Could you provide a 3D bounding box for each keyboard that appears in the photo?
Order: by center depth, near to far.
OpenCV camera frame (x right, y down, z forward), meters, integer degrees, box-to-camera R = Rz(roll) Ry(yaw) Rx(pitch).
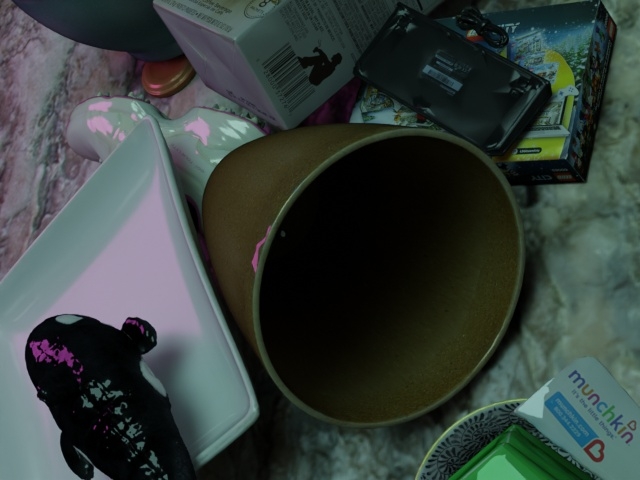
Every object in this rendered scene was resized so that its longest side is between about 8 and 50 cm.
[{"bbox_3d":[0.120,-0.151,1.038,0.180,0.023,0.108,36,90,34],"label":"keyboard"}]

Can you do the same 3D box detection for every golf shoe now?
[{"bbox_3d":[-0.171,-0.072,1.224,0.306,0.115,0.140,11,74,41],"label":"golf shoe"}]

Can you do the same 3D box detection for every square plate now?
[{"bbox_3d":[-0.202,0.114,1.120,0.344,0.049,0.347,-44,50,27],"label":"square plate"}]

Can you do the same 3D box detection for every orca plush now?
[{"bbox_3d":[-0.198,0.154,0.993,0.151,0.102,0.287,-48,49,24],"label":"orca plush"}]

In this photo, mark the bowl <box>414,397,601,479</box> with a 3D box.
[{"bbox_3d":[0.152,0.196,0.830,0.170,0.080,0.170,-3,80,18],"label":"bowl"}]

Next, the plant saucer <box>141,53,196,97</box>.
[{"bbox_3d":[-0.173,-0.203,1.368,0.083,0.013,0.083,-17,55,27],"label":"plant saucer"}]

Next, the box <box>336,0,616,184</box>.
[{"bbox_3d":[0.138,-0.127,1.074,0.233,0.044,0.159,0,64,36],"label":"box"}]

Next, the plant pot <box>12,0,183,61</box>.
[{"bbox_3d":[-0.203,-0.325,1.327,0.293,0.196,0.293,-21,46,23],"label":"plant pot"}]

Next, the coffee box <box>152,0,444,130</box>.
[{"bbox_3d":[0.012,-0.258,1.138,0.297,0.119,0.168,-42,39,-13],"label":"coffee box"}]

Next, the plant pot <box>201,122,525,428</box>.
[{"bbox_3d":[0.000,0.000,0.998,0.237,0.237,0.254,-55,32,-4],"label":"plant pot"}]

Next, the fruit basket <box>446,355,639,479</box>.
[{"bbox_3d":[0.156,0.301,0.710,0.327,0.165,0.353,-43,86,8],"label":"fruit basket"}]
